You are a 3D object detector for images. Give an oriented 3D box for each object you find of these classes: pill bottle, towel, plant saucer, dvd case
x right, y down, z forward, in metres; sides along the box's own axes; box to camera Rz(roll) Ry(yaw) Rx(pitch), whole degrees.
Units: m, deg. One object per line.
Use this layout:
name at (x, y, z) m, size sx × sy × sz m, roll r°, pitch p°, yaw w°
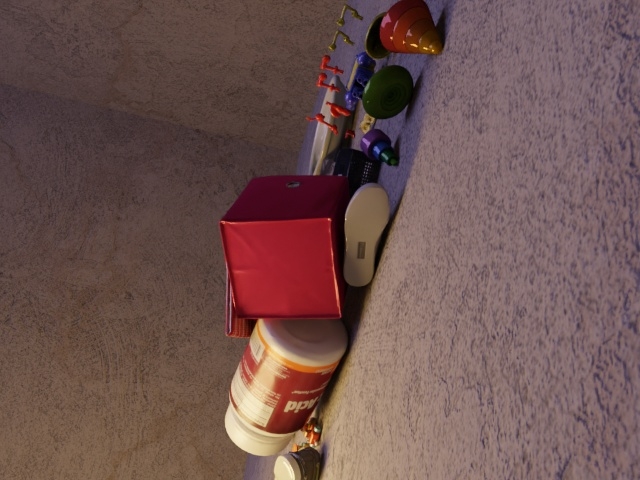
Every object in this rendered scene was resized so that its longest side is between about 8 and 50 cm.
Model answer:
pill bottle at (-0.099, 0.348, 1.631) m, size 0.224 × 0.224 × 0.392 m, roll -89°, pitch 19°, yaw -56°
towel at (-0.189, 0.143, 1.612) m, size 0.275 × 0.031 × 0.198 m, roll 42°, pitch -134°, yaw -76°
plant saucer at (0.047, -0.398, 2.375) m, size 0.400 × 0.101 × 0.400 m, roll -168°, pitch 90°, yaw -83°
dvd case at (0.029, -0.154, 2.164) m, size 0.164 × 0.018 × 0.221 m, roll 25°, pitch 104°, yaw 56°

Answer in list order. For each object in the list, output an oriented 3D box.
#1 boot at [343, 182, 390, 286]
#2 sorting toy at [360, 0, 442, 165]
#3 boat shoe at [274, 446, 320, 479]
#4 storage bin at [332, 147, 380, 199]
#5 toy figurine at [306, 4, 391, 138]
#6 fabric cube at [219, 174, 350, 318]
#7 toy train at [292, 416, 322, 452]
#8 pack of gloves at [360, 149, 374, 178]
boot at (0.091, -0.033, 1.421) m, size 0.123 × 0.095 × 0.258 m, roll -88°, pitch 7°, yaw -56°
sorting toy at (0.178, -0.312, 1.372) m, size 0.126 × 0.127 × 0.365 m, roll 52°, pitch 140°, yaw 41°
boat shoe at (-0.070, 0.623, 1.616) m, size 0.109 × 0.091 × 0.305 m, roll 48°, pitch 139°, yaw 33°
storage bin at (0.082, -0.142, 1.676) m, size 0.122 × 0.084 × 0.180 m, roll -155°, pitch 76°, yaw -73°
toy figurine at (0.099, -0.501, 1.869) m, size 0.217 × 0.191 × 0.362 m, roll -81°, pitch 8°, yaw -64°
fabric cube at (-0.066, 0.010, 1.521) m, size 0.258 × 0.254 × 0.259 m, roll -68°, pitch -25°, yaw -62°
toy train at (-0.039, 0.534, 1.695) m, size 0.125 × 0.046 × 0.166 m, roll -95°, pitch 19°, yaw -67°
pack of gloves at (0.099, -0.172, 1.827) m, size 0.232 × 0.046 × 0.195 m, roll -108°, pitch 32°, yaw -76°
